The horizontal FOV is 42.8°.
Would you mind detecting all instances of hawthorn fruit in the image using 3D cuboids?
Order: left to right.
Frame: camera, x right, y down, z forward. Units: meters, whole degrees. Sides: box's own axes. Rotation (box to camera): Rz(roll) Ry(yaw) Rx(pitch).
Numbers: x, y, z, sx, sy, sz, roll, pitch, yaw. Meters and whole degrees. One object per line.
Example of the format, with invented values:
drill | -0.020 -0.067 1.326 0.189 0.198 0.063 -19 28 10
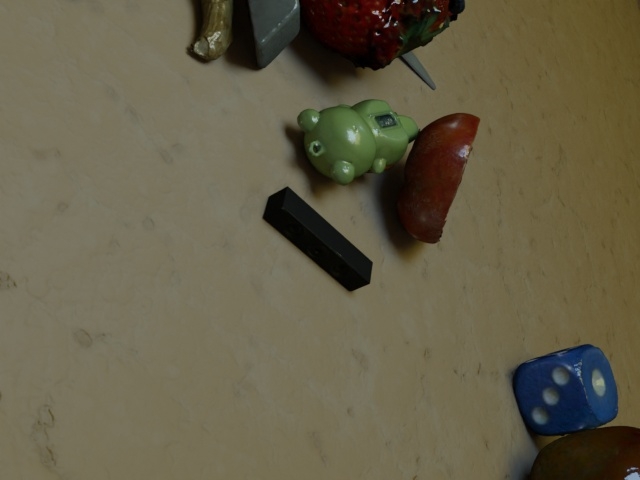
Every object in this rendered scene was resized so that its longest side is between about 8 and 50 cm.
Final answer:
hawthorn fruit | 0.499 0.437 1.333 0.268 0.301 0.267 21 57 -36

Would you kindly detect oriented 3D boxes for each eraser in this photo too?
eraser | -0.086 -0.440 1.214 0.111 0.077 0.352 121 -40 -83

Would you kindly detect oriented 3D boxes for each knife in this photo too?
knife | 0.162 -0.378 1.614 0.244 0.032 0.058 31 39 -44

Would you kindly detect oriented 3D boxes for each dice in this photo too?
dice | 0.452 0.276 1.497 0.143 0.146 0.146 -3 73 -50

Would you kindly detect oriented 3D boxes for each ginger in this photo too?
ginger | -0.161 -0.415 1.183 0.148 0.081 0.333 76 5 -79

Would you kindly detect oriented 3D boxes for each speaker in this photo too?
speaker | 0.000 0.000 1.179 0.191 0.040 0.046 41 40 -29

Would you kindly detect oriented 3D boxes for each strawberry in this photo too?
strawberry | 0.069 -0.428 1.338 0.288 0.239 0.250 57 -4 -1

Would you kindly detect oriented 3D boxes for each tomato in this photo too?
tomato | 0.190 -0.108 1.369 0.095 0.236 0.236 18 42 9

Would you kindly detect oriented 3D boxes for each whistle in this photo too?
whistle | 0.069 -0.162 1.298 0.288 0.106 0.131 -20 75 -51

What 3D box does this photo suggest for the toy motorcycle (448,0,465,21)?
toy motorcycle | 0.188 -0.470 1.514 0.089 0.298 0.171 -33 99 -10
